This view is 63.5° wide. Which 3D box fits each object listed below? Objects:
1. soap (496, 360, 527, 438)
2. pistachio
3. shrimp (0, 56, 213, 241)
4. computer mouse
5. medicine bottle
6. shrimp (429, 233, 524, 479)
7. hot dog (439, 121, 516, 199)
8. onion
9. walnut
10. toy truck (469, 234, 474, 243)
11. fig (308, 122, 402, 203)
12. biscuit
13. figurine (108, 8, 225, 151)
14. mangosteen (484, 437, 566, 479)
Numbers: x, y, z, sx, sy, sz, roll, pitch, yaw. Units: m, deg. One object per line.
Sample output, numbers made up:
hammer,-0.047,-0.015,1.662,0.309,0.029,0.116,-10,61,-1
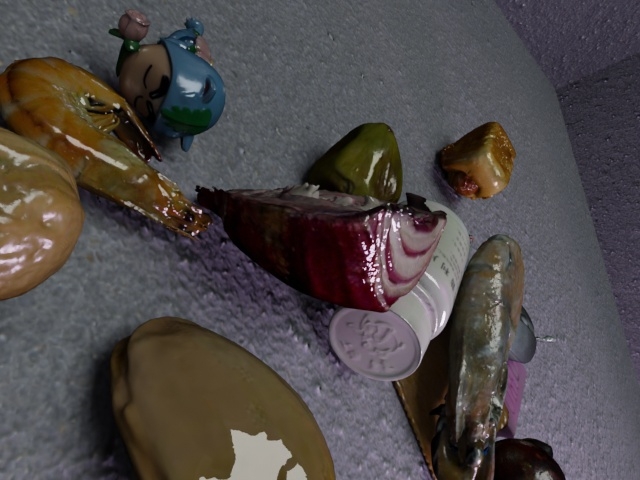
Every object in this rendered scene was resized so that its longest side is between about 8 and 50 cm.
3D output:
soap,0.371,0.304,1.087,0.122,0.066,0.203,59,37,-12
pistachio,-0.088,0.188,0.493,0.260,0.163,0.213,62,13,14
shrimp,-0.214,-0.091,0.544,0.248,0.068,0.150,49,33,-23
computer mouse,0.376,0.159,1.071,0.380,0.090,0.167,18,56,-25
medicine bottle,0.127,0.066,0.808,0.170,0.170,0.293,58,37,-14
shrimp,0.281,0.200,0.894,0.221,0.110,0.445,40,63,-50
hot dog,0.385,-0.191,1.285,0.150,0.153,0.256,54,36,-12
onion,0.000,0.000,0.641,0.314,0.280,0.146,-12,108,-59
walnut,-0.265,-0.021,0.381,0.167,0.149,0.166,18,34,-13
toy truck,0.341,-0.002,1.240,0.083,0.024,0.031,11,94,-53
fig,0.063,-0.112,0.840,0.144,0.154,0.165,-118,-134,-87
biscuit,0.237,0.271,0.918,0.232,0.013,0.236,-23,93,-36
figurine,-0.184,-0.202,0.608,0.145,0.114,0.178,26,40,-37
mangosteen,0.356,0.429,0.929,0.172,0.173,0.184,61,35,-10
